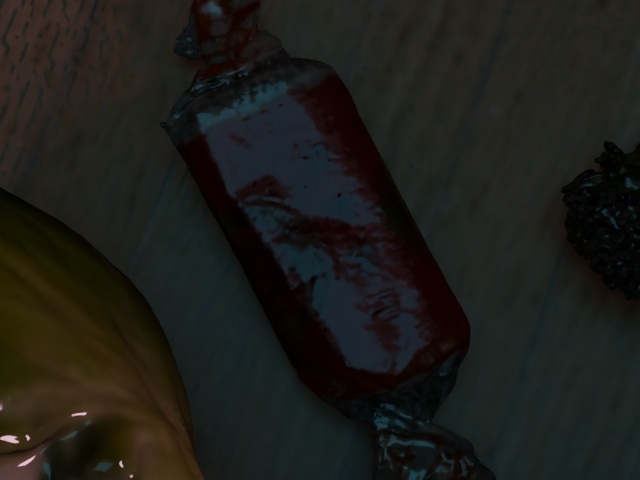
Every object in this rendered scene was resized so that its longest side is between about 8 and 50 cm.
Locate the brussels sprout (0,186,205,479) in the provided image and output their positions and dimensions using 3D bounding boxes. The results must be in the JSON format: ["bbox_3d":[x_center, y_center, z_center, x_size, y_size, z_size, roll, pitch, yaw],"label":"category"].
[{"bbox_3d":[-0.155,0.083,0.722,0.271,0.219,0.210,35,81,34],"label":"brussels sprout"}]

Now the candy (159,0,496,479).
[{"bbox_3d":[0.001,-0.001,0.827,0.086,0.059,0.292,-27,81,-7],"label":"candy"}]

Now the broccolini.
[{"bbox_3d":[0.196,-0.047,0.847,0.203,0.091,0.068,-40,125,-19],"label":"broccolini"}]
